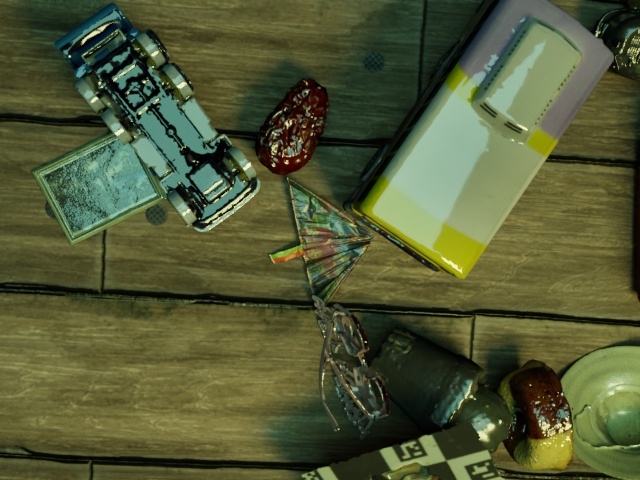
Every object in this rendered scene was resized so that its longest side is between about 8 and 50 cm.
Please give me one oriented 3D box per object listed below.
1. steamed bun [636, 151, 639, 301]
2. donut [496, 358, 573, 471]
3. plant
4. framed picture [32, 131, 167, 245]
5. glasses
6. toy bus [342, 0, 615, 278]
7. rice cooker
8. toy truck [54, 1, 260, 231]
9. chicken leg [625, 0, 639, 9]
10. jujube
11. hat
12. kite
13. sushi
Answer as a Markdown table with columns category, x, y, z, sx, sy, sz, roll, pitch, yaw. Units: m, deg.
| category | x | y | z | sx | sy | sz | roll | pitch | yaw |
| --- | --- | --- | --- | --- | --- | --- | --- | --- | --- |
| steamed bun | 0.680 | -0.039 | 1.222 | 0.248 | 0.235 | 0.379 | 0 | 93 | -1 |
| donut | 0.354 | 0.298 | 1.255 | 0.073 | 0.166 | 0.184 | -9 | 108 | -16 |
| plant | 0.203 | 0.250 | 1.248 | 0.256 | 0.164 | 0.142 | 38 | 90 | 6 |
| framed picture | -0.370 | -0.093 | 1.256 | 0.183 | 0.011 | 0.142 | -26 | 95 | -2 |
| glasses | 0.027 | 0.215 | 1.227 | 0.095 | 0.162 | 0.255 | -16 | 92 | -17 |
| toy bus | 0.245 | -0.175 | 1.176 | 0.209 | 0.249 | 0.440 | 35 | 91 | -5 |
| rice cooker | 0.538 | -0.326 | 1.255 | 0.165 | 0.106 | 0.112 | 5 | 117 | -14 |
| toy truck | -0.251 | -0.188 | 1.172 | 0.146 | 0.175 | 0.367 | -37 | 96 | -6 |
| chicken leg | 0.621 | -0.448 | 1.272 | 0.207 | 0.085 | 0.101 | -23 | 138 | 4 |
| jujube | -0.040 | -0.184 | 1.235 | 0.104 | 0.104 | 0.166 | 37 | 85 | -5 |
| hat | 0.535 | 0.314 | 1.291 | 0.252 | 0.252 | 0.110 | -26 | 137 | -2 |
| kite | 0.000 | 0.000 | 1.275 | 0.183 | 0.014 | 0.241 | -16 | 100 | 7 |
| sushi | 0.178 | 0.429 | 1.254 | 0.296 | 0.100 | 0.373 | -23 | 118 | 17 |
